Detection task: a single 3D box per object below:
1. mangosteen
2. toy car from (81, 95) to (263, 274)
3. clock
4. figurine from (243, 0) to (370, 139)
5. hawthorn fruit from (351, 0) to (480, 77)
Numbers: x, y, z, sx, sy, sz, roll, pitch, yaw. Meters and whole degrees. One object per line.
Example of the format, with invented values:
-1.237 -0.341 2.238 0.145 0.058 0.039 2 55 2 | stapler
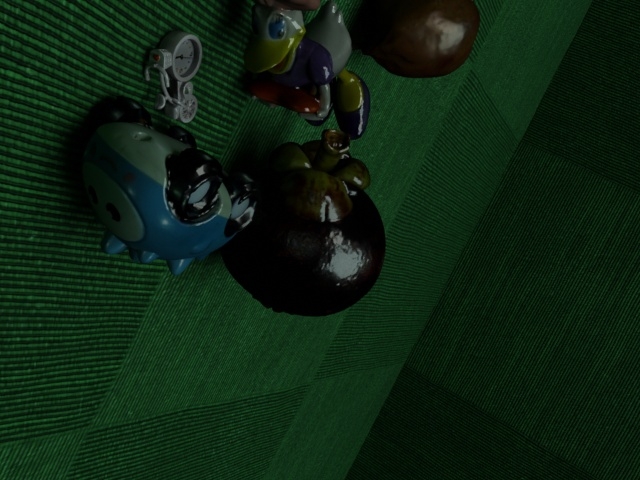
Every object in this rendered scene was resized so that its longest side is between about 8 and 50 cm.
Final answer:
-0.029 -0.025 1.364 0.297 0.296 0.314 42 51 -68 | mangosteen
-0.212 -0.054 1.042 0.190 0.188 0.255 -54 159 4 | toy car
-0.197 -0.217 1.069 0.087 0.041 0.129 -43 147 -47 | clock
-0.025 -0.290 1.216 0.421 0.154 0.193 5 107 -68 | figurine
0.168 -0.396 1.488 0.248 0.208 0.208 -27 148 -15 | hawthorn fruit
